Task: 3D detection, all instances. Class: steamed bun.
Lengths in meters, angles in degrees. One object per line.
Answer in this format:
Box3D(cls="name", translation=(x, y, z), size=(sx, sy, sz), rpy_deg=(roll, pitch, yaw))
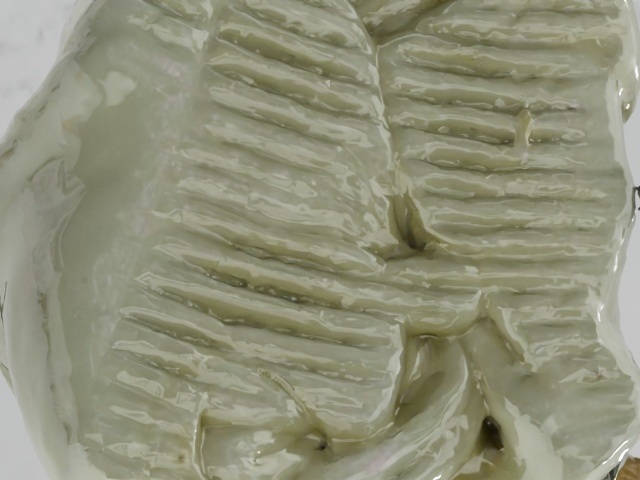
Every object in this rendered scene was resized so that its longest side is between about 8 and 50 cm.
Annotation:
Box3D(cls="steamed bun", translation=(0.000, 0.000, 0.903), size=(0.346, 0.237, 0.394), rpy_deg=(48, -111, -8))

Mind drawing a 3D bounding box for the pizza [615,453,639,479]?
Box3D(cls="pizza", translation=(0.228, 0.254, 1.270), size=(0.262, 0.034, 0.181), rpy_deg=(32, -103, -1))
